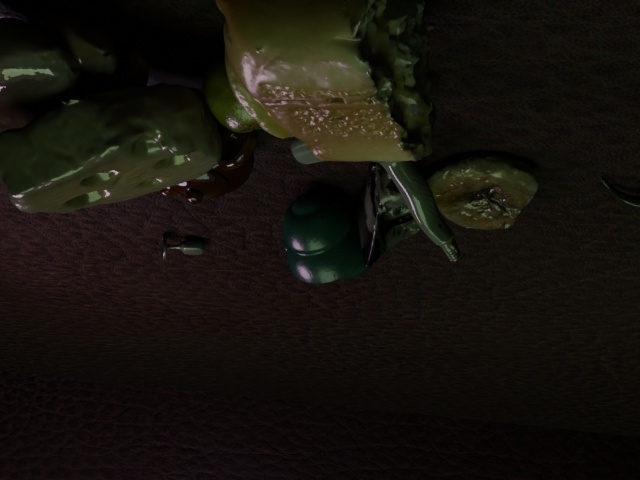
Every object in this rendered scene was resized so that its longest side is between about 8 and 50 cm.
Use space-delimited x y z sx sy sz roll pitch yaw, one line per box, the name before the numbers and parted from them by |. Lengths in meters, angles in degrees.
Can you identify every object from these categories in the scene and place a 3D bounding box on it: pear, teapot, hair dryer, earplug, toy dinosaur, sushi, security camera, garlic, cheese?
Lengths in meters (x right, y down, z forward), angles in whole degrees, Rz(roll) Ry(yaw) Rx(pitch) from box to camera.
pear | -0.101 -0.227 1.379 0.141 0.141 0.104 2 137 14
teapot | -0.189 -0.128 1.630 0.178 0.135 0.252 21 156 -37
hair dryer | 0.075 -0.113 1.529 0.296 0.119 0.298 16 135 43
earplug | 0.004 -0.006 1.890 0.163 0.257 0.280 -23 134 -1
toy dinosaur | 0.594 -0.092 1.607 0.179 0.087 0.187 49 131 -3
sushi | 0.138 -0.078 1.691 0.109 0.134 0.273 -2 144 -10
security camera | -0.301 0.013 2.132 0.092 0.058 0.058 0 160 -13
garlic | -0.401 -0.239 1.409 0.279 0.132 0.325 -7 164 -26
cheese | -0.307 -0.130 1.424 0.326 0.115 0.318 -14 174 -31

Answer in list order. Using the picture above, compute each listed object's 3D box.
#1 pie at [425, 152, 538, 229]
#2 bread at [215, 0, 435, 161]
pie | 0.271 -0.086 1.685 0.185 0.052 0.218 13 155 0
bread | 0.013 -0.241 1.212 0.270 0.211 0.316 5 152 30
